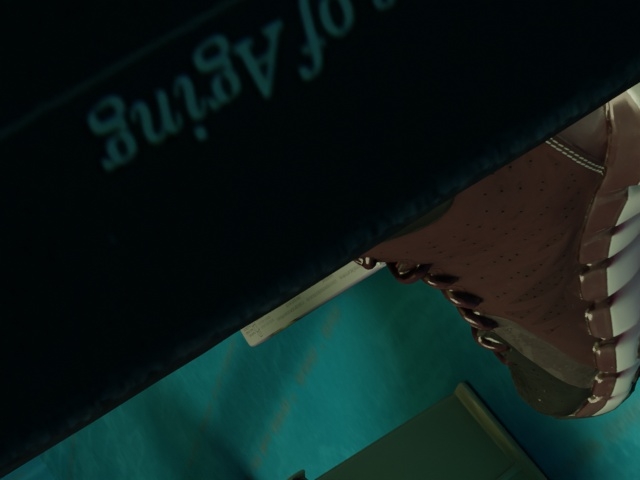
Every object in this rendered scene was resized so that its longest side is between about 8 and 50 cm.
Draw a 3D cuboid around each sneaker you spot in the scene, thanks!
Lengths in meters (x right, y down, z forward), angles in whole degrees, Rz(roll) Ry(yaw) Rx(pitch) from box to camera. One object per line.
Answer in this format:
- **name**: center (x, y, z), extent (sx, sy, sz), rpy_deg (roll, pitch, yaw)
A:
- **sneaker**: center (0.045, -0.009, 0.774), extent (0.281, 0.163, 0.106), rpy_deg (87, 170, -55)

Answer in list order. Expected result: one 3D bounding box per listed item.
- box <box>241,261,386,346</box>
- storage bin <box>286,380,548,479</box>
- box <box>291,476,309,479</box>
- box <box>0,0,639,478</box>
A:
- **box**: center (0.000, 0.000, 1.127), extent (0.067, 0.063, 0.324), rpy_deg (56, 163, 2)
- **storage bin**: center (0.105, 0.260, 1.186), extent (0.260, 0.123, 0.262), rpy_deg (51, 161, 25)
- **box**: center (-0.035, 0.272, 1.042), extent (0.167, 0.203, 0.168), rpy_deg (45, 159, 35)
- **box**: center (-0.138, -0.199, 0.446), extent (0.471, 0.480, 0.297), rpy_deg (61, 165, -7)
